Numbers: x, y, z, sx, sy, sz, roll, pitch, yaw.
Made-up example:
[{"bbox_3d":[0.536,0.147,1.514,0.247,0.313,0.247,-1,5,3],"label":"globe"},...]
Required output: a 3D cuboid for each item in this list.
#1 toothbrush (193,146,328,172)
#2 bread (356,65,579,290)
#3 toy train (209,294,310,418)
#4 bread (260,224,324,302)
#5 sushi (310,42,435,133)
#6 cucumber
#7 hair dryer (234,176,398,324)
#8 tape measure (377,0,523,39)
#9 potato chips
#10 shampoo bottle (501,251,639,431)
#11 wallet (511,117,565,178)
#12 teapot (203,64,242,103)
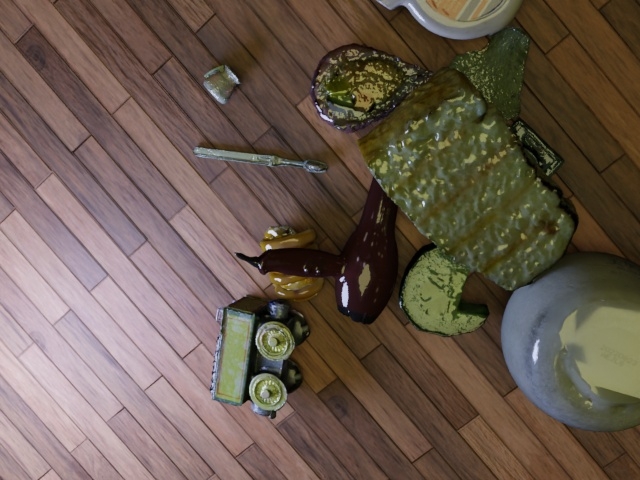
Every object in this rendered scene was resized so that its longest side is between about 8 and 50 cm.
[{"bbox_3d":[-0.128,-0.169,1.564,0.294,0.028,0.026,9,100,12],"label":"toothbrush"},{"bbox_3d":[0.271,-0.122,1.389,0.239,0.264,0.395,-42,110,16],"label":"bread"},{"bbox_3d":[-0.128,0.242,1.586,0.177,0.134,0.261,11,101,15],"label":"toy train"},{"bbox_3d":[-0.056,0.046,1.563,0.119,0.084,0.177,-12,102,11],"label":"bread"},{"bbox_3d":[0.094,-0.315,1.462,0.241,0.107,0.161,-29,90,4],"label":"sushi"},{"bbox_3d":[0.241,0.097,1.512,0.191,0.130,0.191,0,95,4],"label":"cucumber"},{"bbox_3d":[0.000,0.000,1.480,0.340,0.123,0.313,6,94,-20],"label":"hair dryer"},{"bbox_3d":[0.259,-0.502,1.396,0.265,0.130,0.258,33,106,-4],"label":"tape measure"},{"bbox_3d":[0.324,-0.301,1.453,0.228,0.059,0.167,-37,88,20],"label":"potato chips"},{"bbox_3d":[0.500,0.187,1.385,0.322,0.317,0.323,2,103,9],"label":"shampoo bottle"},{"bbox_3d":[0.408,-0.168,1.482,0.129,0.026,0.088,44,103,-1],"label":"wallet"},{"bbox_3d":[-0.202,-0.326,1.532,0.064,0.064,0.083,-42,61,6],"label":"teapot"}]
